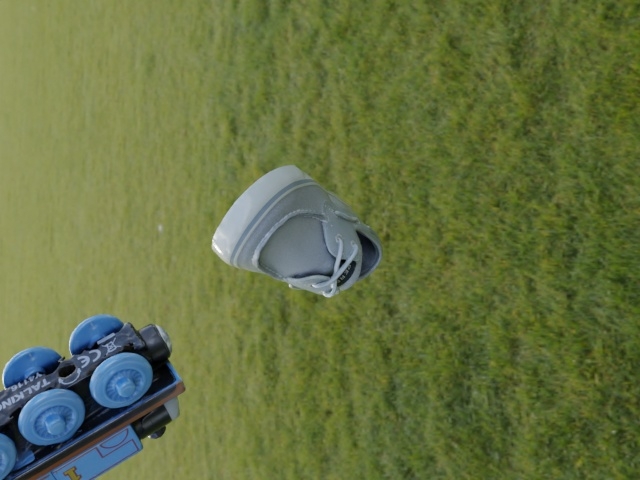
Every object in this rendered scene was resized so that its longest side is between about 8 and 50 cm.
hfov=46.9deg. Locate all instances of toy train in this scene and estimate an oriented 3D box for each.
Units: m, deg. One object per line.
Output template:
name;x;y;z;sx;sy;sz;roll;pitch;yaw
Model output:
toy train;-0.181;0.130;0.517;0.080;0.184;0.105;39;152;48

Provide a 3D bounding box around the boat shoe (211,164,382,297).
boat shoe;0.000;0.001;0.558;0.081;0.227;0.079;38;101;15
